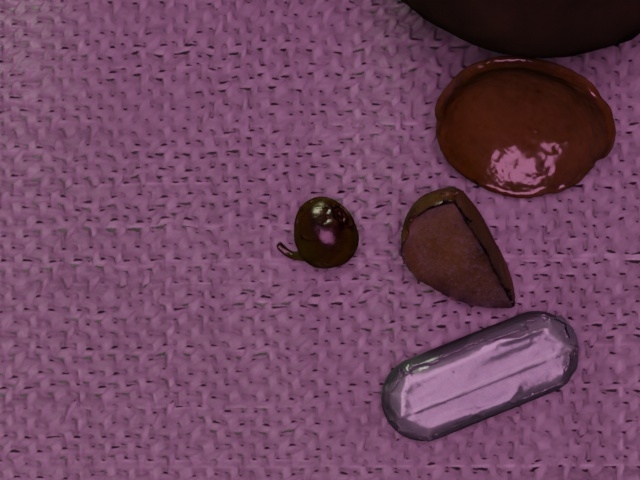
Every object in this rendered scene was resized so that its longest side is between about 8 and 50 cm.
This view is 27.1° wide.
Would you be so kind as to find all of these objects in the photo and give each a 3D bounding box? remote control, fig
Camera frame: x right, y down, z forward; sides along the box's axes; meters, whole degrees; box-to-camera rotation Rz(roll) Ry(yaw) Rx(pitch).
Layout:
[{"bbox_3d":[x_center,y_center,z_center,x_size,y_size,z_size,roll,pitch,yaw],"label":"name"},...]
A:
[{"bbox_3d":[0.191,0.162,1.590,0.247,0.052,0.104,-23,88,0],"label":"remote control"},{"bbox_3d":[0.000,0.000,1.603,0.084,0.082,0.098,31,130,-10],"label":"fig"}]

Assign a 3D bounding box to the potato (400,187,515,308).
[{"bbox_3d":[0.160,0.007,1.595,0.100,0.089,0.172,-26,119,22],"label":"potato"}]

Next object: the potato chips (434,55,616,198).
[{"bbox_3d":[0.241,-0.143,1.575,0.208,0.062,0.195,-6,122,8],"label":"potato chips"}]

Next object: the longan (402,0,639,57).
[{"bbox_3d":[0.244,-0.395,1.436,0.436,0.404,0.404,11,88,3],"label":"longan"}]
